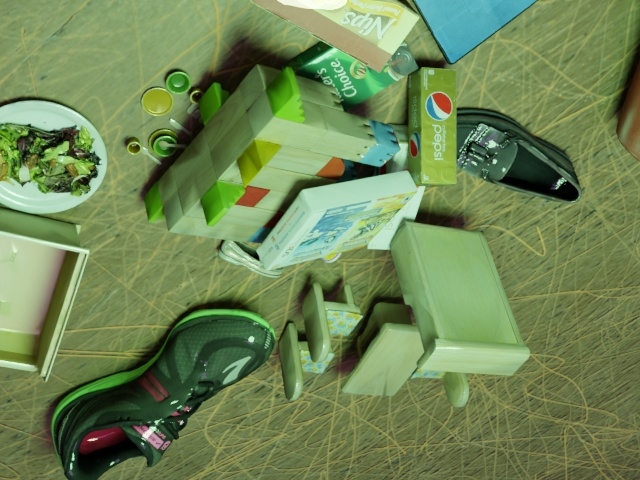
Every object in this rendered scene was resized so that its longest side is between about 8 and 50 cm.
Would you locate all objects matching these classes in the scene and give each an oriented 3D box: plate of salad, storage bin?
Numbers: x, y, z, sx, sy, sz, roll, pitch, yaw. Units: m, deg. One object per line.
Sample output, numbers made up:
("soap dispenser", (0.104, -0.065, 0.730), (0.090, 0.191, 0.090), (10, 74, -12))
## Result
("plate of salad", (-0.424, -0.117, 1.257), (0.200, 0.048, 0.199), (-8, 128, -10))
("storage bin", (-0.530, 0.077, 1.295), (0.262, 0.123, 0.260), (14, 108, -26))

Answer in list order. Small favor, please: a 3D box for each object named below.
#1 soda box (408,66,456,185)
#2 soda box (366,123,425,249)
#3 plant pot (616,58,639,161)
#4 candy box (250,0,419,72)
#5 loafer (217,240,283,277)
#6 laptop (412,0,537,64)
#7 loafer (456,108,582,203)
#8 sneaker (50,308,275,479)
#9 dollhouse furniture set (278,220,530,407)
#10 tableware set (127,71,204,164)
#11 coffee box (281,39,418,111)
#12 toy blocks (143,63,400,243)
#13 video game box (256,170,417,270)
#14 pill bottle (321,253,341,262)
("soda box", (0.176, -0.176, 1.315), (0.061, 0.058, 0.181), (0, 90, -17))
("soda box", (0.129, -0.088, 1.424), (0.074, 0.069, 0.216), (2, 125, -17))
("plant pot", (0.617, -0.253, 1.329), (0.273, 0.272, 0.265), (-2, 135, -14))
("candy box", (-0.017, -0.345, 1.025), (0.183, 0.316, 0.087), (22, 118, -30))
("loafer", (-0.117, 0.029, 1.462), (0.125, 0.045, 0.039), (21, 112, -25))
("laptop", (0.306, -0.456, 1.083), (0.382, 0.408, 0.236), (50, 60, -38))
("loafer", (0.326, -0.139, 1.424), (0.303, 0.095, 0.109), (16, 121, -26))
("sneaker", (-0.275, 0.297, 1.518), (0.483, 0.202, 0.185), (-35, 129, 12))
("dollhouse furniture set", (0.166, 0.197, 1.485), (0.362, 0.256, 0.394), (7, 137, -21))
("tableware set", (-0.235, -0.184, 1.275), (0.154, 0.024, 0.104), (-41, 126, 17))
("coffee box", (0.046, -0.265, 1.281), (0.184, 0.040, 0.113), (-28, 130, 7))
("toy blocks", (-0.060, -0.112, 1.280), (0.261, 0.190, 0.381), (8, 143, -40))
("video game box", (0.024, -0.031, 1.315), (0.205, 0.048, 0.187), (-13, 160, -33))
("pill bottle", (0.000, 0.000, 1.471), (0.043, 0.043, 0.083), (-35, 127, 11))
